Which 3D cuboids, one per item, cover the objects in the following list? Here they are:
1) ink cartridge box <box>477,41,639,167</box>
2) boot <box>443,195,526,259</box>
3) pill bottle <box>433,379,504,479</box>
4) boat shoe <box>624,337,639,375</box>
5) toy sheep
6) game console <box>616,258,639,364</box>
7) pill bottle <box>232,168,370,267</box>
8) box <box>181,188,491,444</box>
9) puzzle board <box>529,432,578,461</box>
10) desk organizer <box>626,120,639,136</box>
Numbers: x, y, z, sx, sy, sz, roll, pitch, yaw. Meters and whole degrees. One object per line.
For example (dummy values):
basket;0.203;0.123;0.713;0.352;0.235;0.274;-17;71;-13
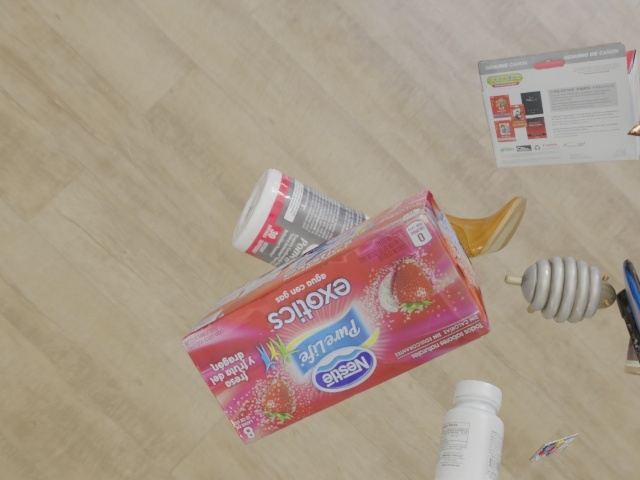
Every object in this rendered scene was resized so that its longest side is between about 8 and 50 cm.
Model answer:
ink cartridge box;0.528;-0.313;1.541;0.130;0.309;0.272;-56;136;-44
boot;0.330;-0.030;1.662;0.211;0.104;0.295;43;116;30
pill bottle;0.325;0.426;1.507;0.131;0.131;0.229;19;61;-5
boat shoe;0.771;0.245;1.476;0.285;0.103;0.092;4;87;-13
toy sheep;0.289;0.059;0.847;0.132;0.091;0.091;5;82;6
game console;0.477;0.167;0.830;0.250;0.173;0.293;-7;69;-10
pill bottle;0.000;0.000;1.403;0.318;0.176;0.176;26;80;-14
box;0.018;0.069;0.665;0.257;0.128;0.123;-28;98;15
puzzle board;0.599;0.534;1.802;0.096;0.128;0.011;-13;57;-13
desk organizer;0.643;-0.241;1.356;0.130;0.050;0.047;-33;128;-40
